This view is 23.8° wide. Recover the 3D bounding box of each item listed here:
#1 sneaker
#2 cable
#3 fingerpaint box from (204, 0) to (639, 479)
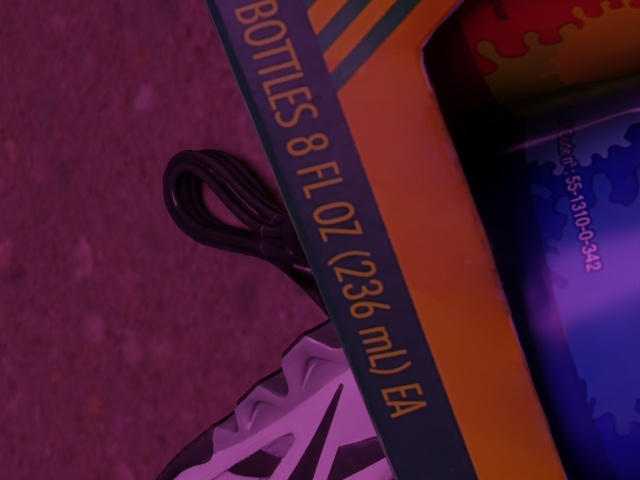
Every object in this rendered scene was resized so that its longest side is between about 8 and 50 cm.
[{"bbox_3d":[-0.002,0.156,0.947,0.146,0.122,0.330,53,138,9],"label":"sneaker"},{"bbox_3d":[0.000,0.000,1.031,0.287,0.072,0.139,8,109,52],"label":"cable"},{"bbox_3d":[0.196,-0.014,0.489,0.371,0.163,0.445,-16,110,14],"label":"fingerpaint box"}]
